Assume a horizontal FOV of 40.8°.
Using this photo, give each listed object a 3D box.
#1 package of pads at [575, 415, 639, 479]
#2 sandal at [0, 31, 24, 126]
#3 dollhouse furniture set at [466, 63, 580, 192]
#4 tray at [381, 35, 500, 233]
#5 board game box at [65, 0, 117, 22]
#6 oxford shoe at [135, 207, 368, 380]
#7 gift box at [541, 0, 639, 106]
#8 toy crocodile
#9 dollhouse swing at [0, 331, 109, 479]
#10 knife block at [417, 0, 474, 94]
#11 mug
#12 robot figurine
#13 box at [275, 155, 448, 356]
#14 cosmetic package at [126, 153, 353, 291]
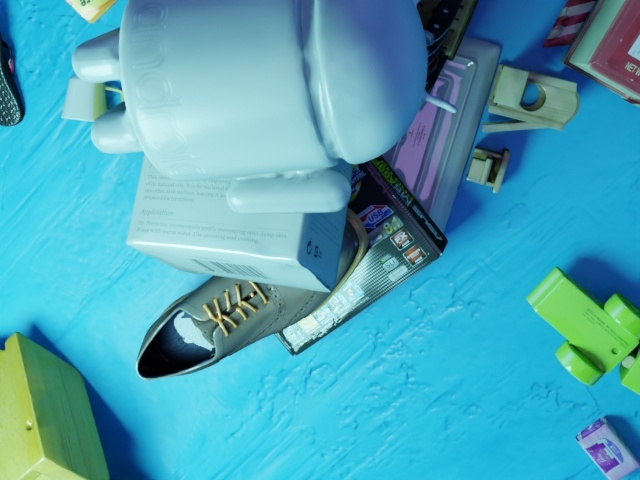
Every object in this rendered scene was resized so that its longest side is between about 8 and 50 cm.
[{"bbox_3d":[0.396,0.290,1.186,0.050,0.032,0.083,-39,94,15],"label":"package of pads"},{"bbox_3d":[-0.463,-0.251,1.220,0.067,0.040,0.179,-2,117,16],"label":"sandal"},{"bbox_3d":[0.245,-0.122,1.040,0.101,0.182,0.161,16,105,6],"label":"dollhouse furniture set"},{"bbox_3d":[0.129,-0.142,1.137,0.145,0.030,0.271,17,105,7],"label":"tray"},{"bbox_3d":[-0.209,-0.519,0.871,0.356,0.357,0.356,-35,116,22],"label":"board game box"},{"bbox_3d":[-0.092,0.083,1.109,0.363,0.133,0.130,-37,94,25],"label":"oxford shoe"},{"bbox_3d":[0.408,-0.227,0.947,0.255,0.258,0.276,35,107,1],"label":"gift box"},{"bbox_3d":[0.420,0.161,1.125,0.340,0.105,0.115,37,107,5],"label":"toy crocodile"},{"bbox_3d":[-0.439,0.383,1.348,0.347,0.305,0.315,-41,52,17],"label":"dollhouse swing"},{"bbox_3d":[0.138,-0.295,0.970,0.088,0.242,0.276,24,96,5],"label":"knife block"},{"bbox_3d":[-0.320,-0.198,1.199,0.062,0.078,0.064,10,97,41],"label":"mug"},{"bbox_3d":[-0.051,-0.164,0.828,0.353,0.200,0.300,-6,115,13],"label":"robot figurine"},{"bbox_3d":[0.000,0.000,1.158,0.270,0.060,0.216,-36,95,24],"label":"box"},{"bbox_3d":[-0.070,-0.152,1.019,0.217,0.156,0.385,7,77,18],"label":"cosmetic package"}]
